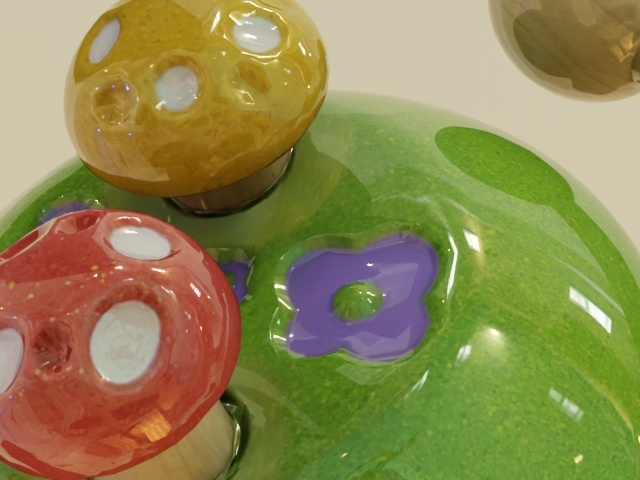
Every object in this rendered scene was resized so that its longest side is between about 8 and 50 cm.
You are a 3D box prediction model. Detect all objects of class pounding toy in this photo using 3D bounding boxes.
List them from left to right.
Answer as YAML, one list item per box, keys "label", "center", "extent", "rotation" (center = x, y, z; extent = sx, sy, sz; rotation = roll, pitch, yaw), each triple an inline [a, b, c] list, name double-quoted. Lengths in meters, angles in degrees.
- label: "pounding toy"
  center: [0.000, 0.000, 0.372]
  extent: [0.237, 0.183, 0.110]
  rotation: [-27, -43, -6]
